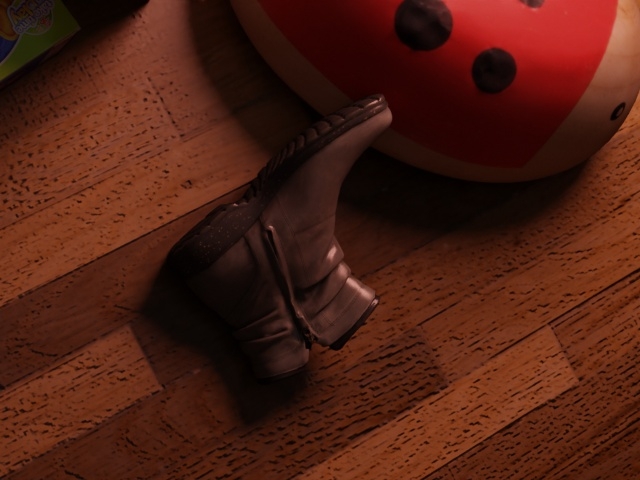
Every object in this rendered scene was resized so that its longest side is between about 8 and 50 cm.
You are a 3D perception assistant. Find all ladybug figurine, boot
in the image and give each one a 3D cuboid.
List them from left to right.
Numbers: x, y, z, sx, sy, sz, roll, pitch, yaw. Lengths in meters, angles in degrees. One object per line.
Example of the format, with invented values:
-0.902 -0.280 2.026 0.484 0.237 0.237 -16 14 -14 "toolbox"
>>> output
0.000 0.000 1.584 0.246 0.083 0.161 -41 100 -1 "boot"
0.118 -0.226 1.660 0.449 0.162 0.305 21 71 -18 "ladybug figurine"

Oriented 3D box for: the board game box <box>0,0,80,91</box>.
-0.403 -0.168 1.461 0.347 0.078 0.233 -39 95 -26 "board game box"
